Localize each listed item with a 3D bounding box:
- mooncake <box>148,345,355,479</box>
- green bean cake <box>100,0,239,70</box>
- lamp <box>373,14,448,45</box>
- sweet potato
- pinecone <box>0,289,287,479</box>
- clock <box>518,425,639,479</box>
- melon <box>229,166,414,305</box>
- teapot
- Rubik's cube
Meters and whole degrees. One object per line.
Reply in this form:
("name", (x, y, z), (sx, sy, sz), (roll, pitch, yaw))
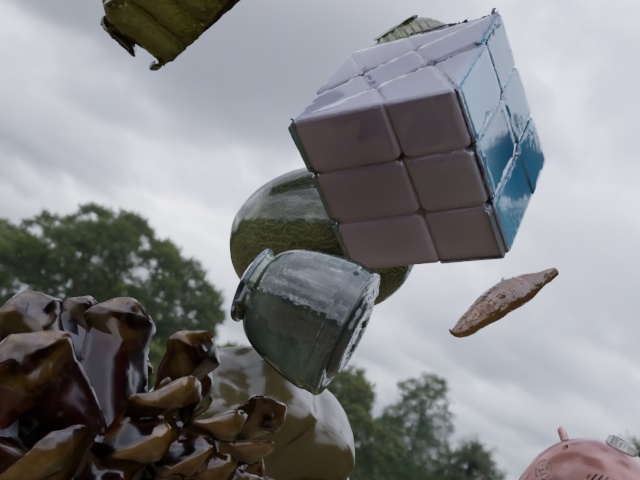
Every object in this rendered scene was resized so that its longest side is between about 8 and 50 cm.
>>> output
("mooncake", (-0.125, 0.368, 1.390), (0.378, 0.379, 0.201), (26, 15, -17))
("green bean cake", (-0.250, -0.483, 1.432), (0.202, 0.310, 0.285), (35, 25, -34))
("lamp", (0.255, -0.404, 1.994), (0.250, 0.284, 0.250), (60, 3, -4))
("sweet potato", (0.358, 0.118, 1.729), (0.072, 0.314, 0.066), (57, -35, 17))
("pinecone", (-0.235, 0.188, 0.735), (0.384, 0.385, 0.384), (20, -14, 5))
("clock", (0.376, 0.390, 1.224), (0.142, 0.241, 0.227), (26, 1, -45))
("melon", (0.000, 0.000, 1.360), (0.301, 0.238, 0.237), (-3, -24, 25))
("teapot", (-0.009, 0.044, 0.710), (0.108, 0.149, 0.111), (27, -40, 11))
("Rubik's cube", (0.130, -0.122, 1.083), (0.221, 0.231, 0.225), (-7, -59, 32))
